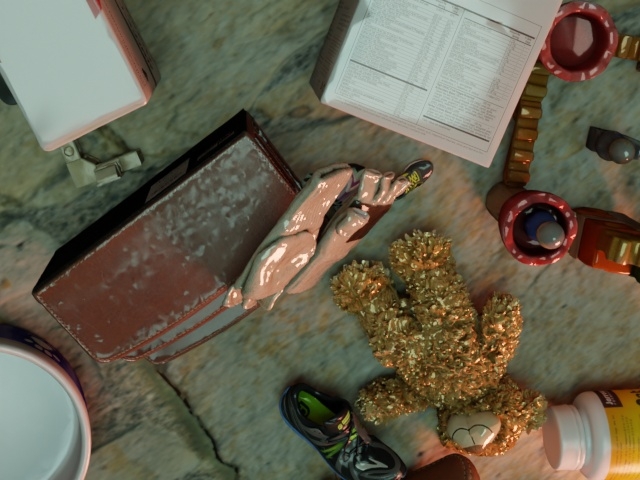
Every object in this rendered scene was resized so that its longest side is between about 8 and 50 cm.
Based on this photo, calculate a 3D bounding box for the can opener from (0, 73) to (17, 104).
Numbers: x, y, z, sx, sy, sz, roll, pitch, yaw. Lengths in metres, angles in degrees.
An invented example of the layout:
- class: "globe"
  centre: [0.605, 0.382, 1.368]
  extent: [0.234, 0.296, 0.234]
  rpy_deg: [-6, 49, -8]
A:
- class: "can opener"
  centre: [-0.429, -0.269, 1.056]
  extent: [0.280, 0.074, 0.093]
  rpy_deg: [46, 132, -12]

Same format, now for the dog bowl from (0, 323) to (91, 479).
- class: "dog bowl"
  centre: [-0.418, 0.238, 1.144]
  extent: [0.264, 0.104, 0.265]
  rpy_deg: [-3, 101, -16]

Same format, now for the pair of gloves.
- class: "pair of gloves"
  centre: [0.000, 0.000, 1.055]
  extent: [0.042, 0.240, 0.204]
  rpy_deg: [45, 111, 16]

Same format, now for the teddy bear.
- class: "teddy bear"
  centre: [0.151, 0.146, 1.184]
  extent: [0.245, 0.113, 0.338]
  rpy_deg: [-14, 106, 2]

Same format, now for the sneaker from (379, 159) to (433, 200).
- class: "sneaker"
  centre: [0.106, -0.069, 1.158]
  extent: [0.083, 0.035, 0.031]
  rpy_deg: [-35, 106, 6]

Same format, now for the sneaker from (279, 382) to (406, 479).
- class: "sneaker"
  centre: [0.027, 0.250, 1.192]
  extent: [0.188, 0.078, 0.067]
  rpy_deg: [37, 61, 9]

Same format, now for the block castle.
- class: "block castle"
  centre: [0.436, -0.096, 1.082]
  extent: [0.453, 0.213, 0.303]
  rpy_deg: [7, 105, -6]

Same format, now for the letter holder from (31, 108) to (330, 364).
- class: "letter holder"
  centre: [-0.144, 0.028, 1.110]
  extent: [0.302, 0.152, 0.214]
  rpy_deg: [-36, 107, 6]

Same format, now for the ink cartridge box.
- class: "ink cartridge box"
  centre: [-0.263, -0.221, 0.968]
  extent: [0.114, 0.273, 0.197]
  rpy_deg: [-25, 106, -1]

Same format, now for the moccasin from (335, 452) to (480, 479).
- class: "moccasin"
  centre: [0.031, 0.378, 1.235]
  extent: [0.380, 0.139, 0.147]
  rpy_deg: [-25, 114, 13]

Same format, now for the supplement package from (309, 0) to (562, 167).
- class: "supplement package"
  centre: [0.129, -0.250, 1.023]
  extent: [0.198, 0.199, 0.263]
  rpy_deg: [20, 103, -10]

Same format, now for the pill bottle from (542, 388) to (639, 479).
- class: "pill bottle"
  centre: [0.409, 0.255, 1.228]
  extent: [0.215, 0.117, 0.117]
  rpy_deg: [-2, 106, -4]

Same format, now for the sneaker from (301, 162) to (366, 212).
- class: "sneaker"
  centre: [0.017, -0.052, 1.138]
  extent: [0.098, 0.038, 0.069]
  rpy_deg: [-14, 119, -37]

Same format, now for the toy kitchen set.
- class: "toy kitchen set"
  centre: [-0.263, -0.107, 1.104]
  extent: [0.083, 0.068, 0.075]
  rpy_deg: [-19, 106, 1]
